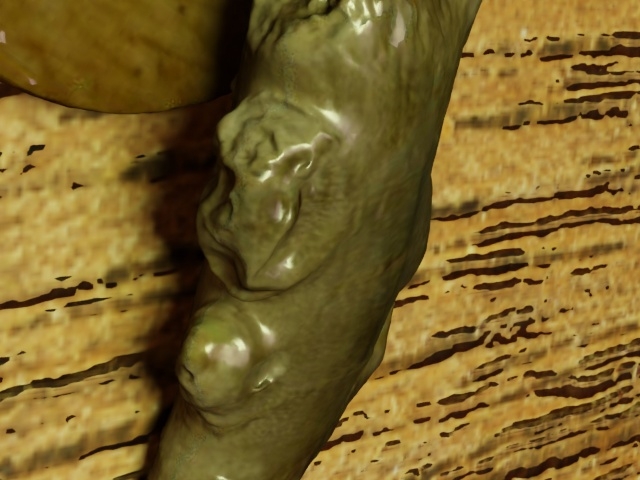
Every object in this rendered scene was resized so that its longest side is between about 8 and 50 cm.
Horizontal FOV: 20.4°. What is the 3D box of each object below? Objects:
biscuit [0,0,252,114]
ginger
[{"bbox_3d":[-0.062,-0.170,0.593,0.262,0.037,0.262,-16,114,-42],"label":"biscuit"},{"bbox_3d":[0.000,-0.002,0.654,0.166,0.080,0.333,-24,133,-53],"label":"ginger"}]
